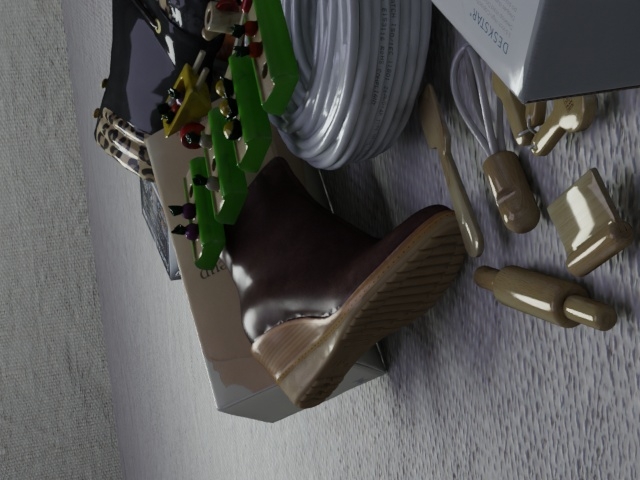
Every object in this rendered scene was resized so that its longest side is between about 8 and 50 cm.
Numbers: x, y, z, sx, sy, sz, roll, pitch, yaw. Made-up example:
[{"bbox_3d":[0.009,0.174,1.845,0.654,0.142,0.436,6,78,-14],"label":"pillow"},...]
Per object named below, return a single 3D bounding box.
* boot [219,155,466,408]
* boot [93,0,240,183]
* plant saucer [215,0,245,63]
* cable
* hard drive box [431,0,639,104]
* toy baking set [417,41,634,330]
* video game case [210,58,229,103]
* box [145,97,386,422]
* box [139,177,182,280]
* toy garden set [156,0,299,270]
[{"bbox_3d":[0.000,0.000,0.913,0.248,0.090,0.207,-49,55,31],"label":"boot"},{"bbox_3d":[-0.211,-0.265,1.278,0.377,0.138,0.284,47,130,44],"label":"boot"},{"bbox_3d":[-0.085,-0.190,1.278,0.200,0.037,0.200,170,90,-71],"label":"plant saucer"},{"bbox_3d":[0.013,-0.186,0.888,0.257,0.089,0.257,-114,27,-46],"label":"cable"},{"bbox_3d":[0.123,-0.220,0.559,0.181,0.089,0.232,-118,26,-44],"label":"hard drive box"},{"bbox_3d":[0.136,-0.044,0.721,0.256,0.030,0.197,-170,73,-71],"label":"toy baking set"},{"bbox_3d":[-0.131,-0.126,1.337,0.227,0.026,0.206,-147,50,-63],"label":"video game case"},{"bbox_3d":[-0.059,0.015,1.087,0.121,0.148,0.311,31,-144,-61],"label":"box"},{"bbox_3d":[-0.267,-0.069,1.856,0.231,0.056,0.183,-124,30,-50],"label":"box"},{"bbox_3d":[-0.098,-0.128,0.952,0.244,0.049,0.204,118,149,-43],"label":"toy garden set"}]
